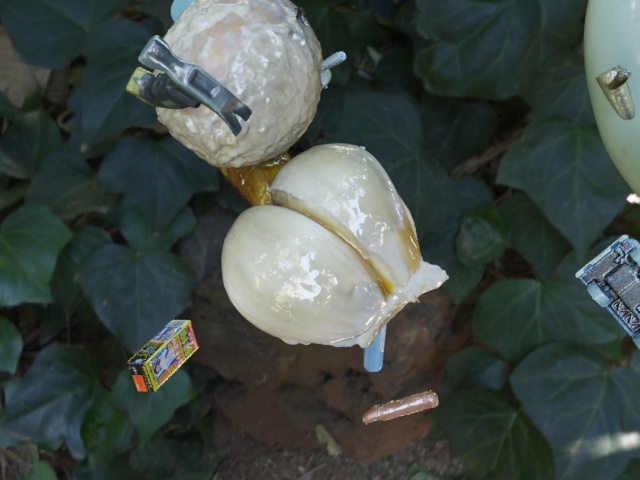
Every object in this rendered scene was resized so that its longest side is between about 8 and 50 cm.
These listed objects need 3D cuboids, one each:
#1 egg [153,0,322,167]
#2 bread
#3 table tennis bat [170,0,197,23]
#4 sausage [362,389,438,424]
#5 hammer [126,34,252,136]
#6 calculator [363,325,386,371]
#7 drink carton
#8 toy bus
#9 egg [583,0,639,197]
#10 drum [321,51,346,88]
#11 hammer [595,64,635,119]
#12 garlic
[{"bbox_3d":[-0.123,-0.253,1.223,0.279,0.279,0.310,20,51,-2],"label":"egg"},{"bbox_3d":[-0.137,-0.147,1.450,0.084,0.124,0.344,25,13,-39],"label":"bread"},{"bbox_3d":[-0.287,-0.633,2.104,0.237,0.038,0.149,-11,63,10],"label":"table tennis bat"},{"bbox_3d":[0.157,0.332,1.556,0.157,0.042,0.036,-17,27,3],"label":"sausage"},{"bbox_3d":[-0.185,-0.196,1.016,0.158,0.226,0.041,35,80,-28],"label":"hammer"},{"bbox_3d":[0.101,0.143,1.443,0.039,0.210,0.121,4,29,2],"label":"calculator"},{"bbox_3d":[-0.318,0.232,1.596,0.056,0.071,0.166,-4,23,28],"label":"drink carton"},{"bbox_3d":[0.730,0.148,1.741,0.312,0.152,0.190,53,18,19],"label":"toy bus"},{"bbox_3d":[0.445,-0.188,0.948,0.230,0.230,0.371,-22,92,-37],"label":"egg"},{"bbox_3d":[0.016,-0.485,2.260,0.049,0.130,0.253,-50,33,-17],"label":"drum"},{"bbox_3d":[0.298,-0.147,0.779,0.060,0.028,0.195,66,21,1],"label":"hammer"},{"bbox_3d":[0.000,0.000,1.134,0.313,0.286,0.249,44,6,29],"label":"garlic"}]
